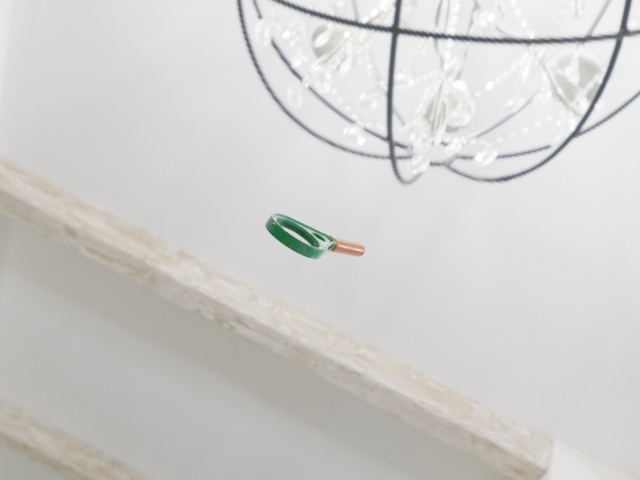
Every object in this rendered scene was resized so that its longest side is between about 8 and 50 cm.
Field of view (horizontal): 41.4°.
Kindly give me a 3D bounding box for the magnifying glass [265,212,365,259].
[{"bbox_3d":[0.000,0.000,1.274,0.092,0.231,0.026,41,-76,30],"label":"magnifying glass"}]
